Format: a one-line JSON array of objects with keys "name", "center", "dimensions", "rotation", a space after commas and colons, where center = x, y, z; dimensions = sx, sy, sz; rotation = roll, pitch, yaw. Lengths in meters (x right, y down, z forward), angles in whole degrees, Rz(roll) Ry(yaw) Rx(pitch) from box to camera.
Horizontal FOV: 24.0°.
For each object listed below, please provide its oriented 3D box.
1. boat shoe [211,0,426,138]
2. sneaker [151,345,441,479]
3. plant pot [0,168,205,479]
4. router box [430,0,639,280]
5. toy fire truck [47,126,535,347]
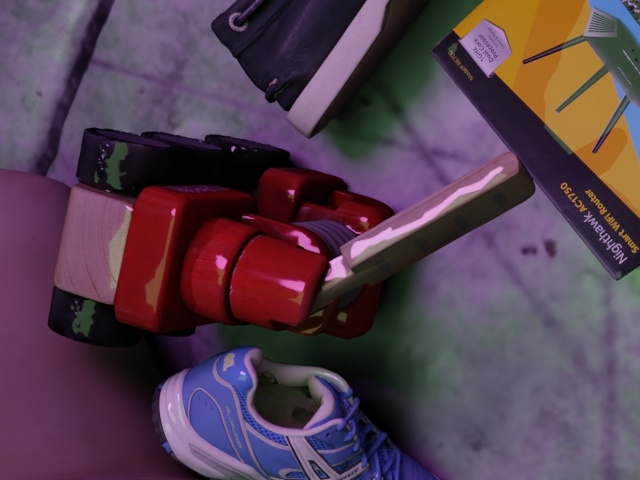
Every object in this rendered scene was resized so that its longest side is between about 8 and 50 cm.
[{"name": "boat shoe", "center": [0.046, -0.222, 0.877], "dimensions": [0.113, 0.127, 0.340], "rotation": [38, 121, 4]}, {"name": "sneaker", "center": [0.003, 0.130, 0.914], "dimensions": [0.081, 0.211, 0.080], "rotation": [-39, 36, 38]}, {"name": "plant pot", "center": [-0.227, 0.116, 0.979], "dimensions": [0.323, 0.323, 0.280], "rotation": [-20, 70, 26]}, {"name": "router box", "center": [0.171, -0.087, 0.877], "dimensions": [0.133, 0.046, 0.179], "rotation": [-43, 78, 24]}, {"name": "toy fire truck", "center": [0.000, 0.000, 0.874], "dimensions": [0.246, 0.217, 0.158], "rotation": [16, 98, 23]}]
